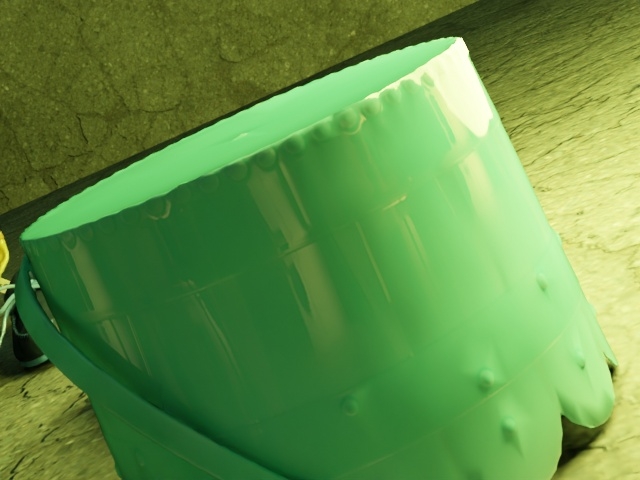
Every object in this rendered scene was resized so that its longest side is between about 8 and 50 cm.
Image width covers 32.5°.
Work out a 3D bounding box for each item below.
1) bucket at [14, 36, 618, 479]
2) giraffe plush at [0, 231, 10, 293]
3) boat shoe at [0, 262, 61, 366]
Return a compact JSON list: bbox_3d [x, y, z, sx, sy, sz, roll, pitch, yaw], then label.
[{"bbox_3d":[-0.006,0.027,0.563,0.281,0.183,0.281,-23,11,5],"label":"bucket"},{"bbox_3d":[-0.494,0.076,1.404,0.210,0.181,0.170,8,21,-10],"label":"giraffe plush"},{"bbox_3d":[-0.301,0.068,1.156,0.109,0.089,0.258,-29,13,-16],"label":"boat shoe"}]
